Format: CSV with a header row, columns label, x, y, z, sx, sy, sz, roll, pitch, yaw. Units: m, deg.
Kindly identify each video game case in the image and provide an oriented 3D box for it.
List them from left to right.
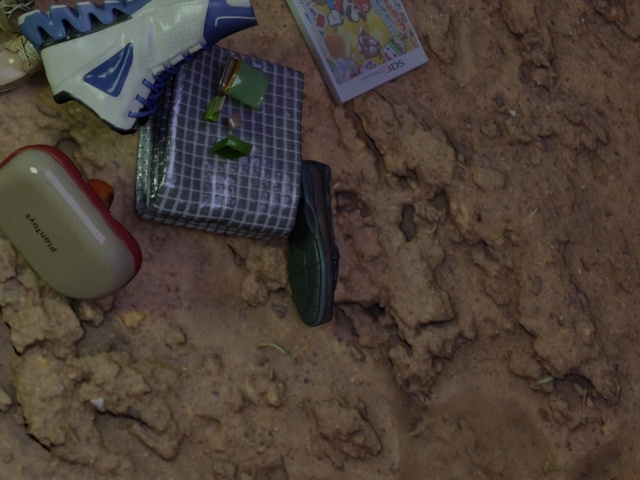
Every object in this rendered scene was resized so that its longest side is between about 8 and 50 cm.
label,x,y,z,sx,sy,sz,roll,pitch,yaw
video game case,0.061,-0.371,1.574,0.206,0.026,0.227,-30,97,-29

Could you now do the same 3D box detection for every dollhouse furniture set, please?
label,x,y,z,sx,sy,sz,roll,pitch,yaw
dollhouse furniture set,-0.111,-0.193,1.301,0.076,0.058,0.152,24,73,-27

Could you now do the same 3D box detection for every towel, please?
label,x,y,z,sx,sy,sz,roll,pitch,yaw
towel,-0.144,-0.155,1.378,0.235,0.121,0.284,9,79,-28

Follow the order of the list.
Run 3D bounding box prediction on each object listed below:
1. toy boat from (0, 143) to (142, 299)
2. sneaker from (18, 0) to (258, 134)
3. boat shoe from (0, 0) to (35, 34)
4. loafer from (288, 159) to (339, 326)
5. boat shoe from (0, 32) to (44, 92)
label,x,y,z,sx,sy,sz,roll,pitch,yaw
toy boat,-0.333,-0.035,1.265,0.231,0.151,0.151,54,34,-11
sneaker,-0.232,-0.241,1.248,0.315,0.127,0.182,-10,102,3
boat shoe,-0.404,-0.344,1.223,0.056,0.048,0.153,-19,130,-43
loafer,0.000,0.000,1.453,0.084,0.096,0.267,-4,82,-35
boat shoe,-0.404,-0.268,1.287,0.170,0.059,0.063,-44,104,-26
